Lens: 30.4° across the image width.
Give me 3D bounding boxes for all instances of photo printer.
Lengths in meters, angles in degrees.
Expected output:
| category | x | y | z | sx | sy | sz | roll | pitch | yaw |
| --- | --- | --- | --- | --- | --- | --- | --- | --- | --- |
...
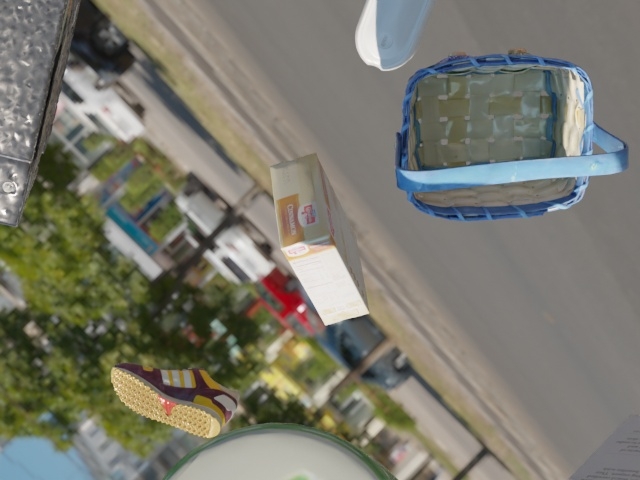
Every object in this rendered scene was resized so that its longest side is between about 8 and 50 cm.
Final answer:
| category | x | y | z | sx | sy | sz | roll | pitch | yaw |
| --- | --- | --- | --- | --- | --- | --- | --- | --- | --- |
| photo printer | 0.147 | -0.429 | 1.914 | 0.107 | 0.308 | 0.256 | 21 | -157 | 0 |

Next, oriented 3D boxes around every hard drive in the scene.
| category | x | y | z | sx | sy | sz | roll | pitch | yaw |
| --- | --- | --- | --- | --- | --- | --- | --- | --- | --- |
| hard drive | -0.253 | -0.212 | 1.063 | 0.064 | 0.339 | 0.237 | 14 | -156 | -12 |

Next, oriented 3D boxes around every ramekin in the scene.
| category | x | y | z | sx | sy | sz | roll | pitch | yaw |
| --- | --- | --- | --- | --- | --- | --- | --- | --- | --- |
| ramekin | -0.037 | 0.319 | 1.115 | 0.303 | 0.303 | 0.148 | 44 | 169 | 20 |

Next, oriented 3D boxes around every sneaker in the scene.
| category | x | y | z | sx | sy | sz | roll | pitch | yaw |
| --- | --- | --- | --- | --- | --- | --- | --- | --- | --- |
| sneaker | -0.205 | 0.211 | 1.666 | 0.185 | 0.084 | 0.070 | 24 | 130 | 14 |

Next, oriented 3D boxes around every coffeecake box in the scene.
| category | x | y | z | sx | sy | sz | roll | pitch | yaw |
| --- | --- | --- | --- | --- | --- | --- | --- | --- | --- |
| coffeecake box | 0.000 | 0.000 | 1.561 | 0.185 | 0.068 | 0.142 | 63 | -165 | -50 |

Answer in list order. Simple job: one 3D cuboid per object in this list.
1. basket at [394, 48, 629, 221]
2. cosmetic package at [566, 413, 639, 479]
| category | x | y | z | sx | sy | sz | roll | pitch | yaw |
| --- | --- | --- | --- | --- | --- | --- | --- | --- | --- |
| basket | 0.204 | -0.118 | 1.392 | 0.289 | 0.254 | 0.201 | -97 | 4 | -67 |
| cosmetic package | 0.256 | 0.310 | 0.960 | 0.155 | 0.365 | 0.197 | -3 | 110 | 41 |
